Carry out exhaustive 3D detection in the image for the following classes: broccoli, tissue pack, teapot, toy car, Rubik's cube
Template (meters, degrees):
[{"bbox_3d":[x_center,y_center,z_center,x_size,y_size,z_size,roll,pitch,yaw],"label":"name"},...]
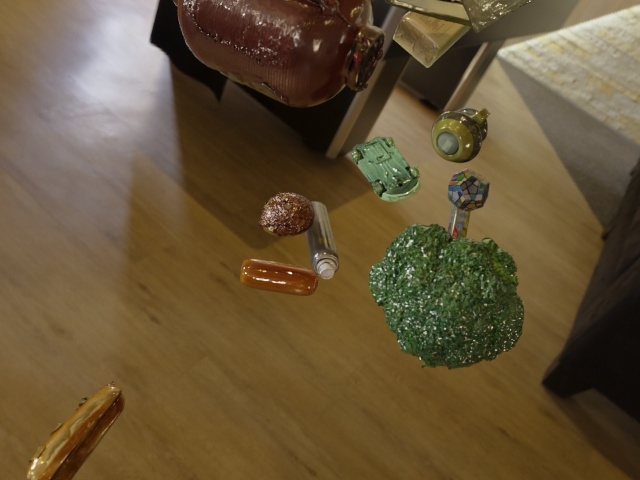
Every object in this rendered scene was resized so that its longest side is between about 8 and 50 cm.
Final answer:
[{"bbox_3d":[0.236,0.107,1.079,0.295,0.265,0.245,34,0,-4],"label":"broccoli"},{"bbox_3d":[0.372,-0.692,1.861,0.159,0.125,0.234,42,69,5],"label":"tissue pack"},{"bbox_3d":[0.343,-0.261,1.378,0.130,0.166,0.119,51,53,2],"label":"teapot"},{"bbox_3d":[0.122,-0.130,1.100,0.094,0.058,0.186,-21,47,-7],"label":"toy car"},{"bbox_3d":[0.382,-0.130,1.498,0.111,0.111,0.093,31,1,1],"label":"Rubik's cube"}]

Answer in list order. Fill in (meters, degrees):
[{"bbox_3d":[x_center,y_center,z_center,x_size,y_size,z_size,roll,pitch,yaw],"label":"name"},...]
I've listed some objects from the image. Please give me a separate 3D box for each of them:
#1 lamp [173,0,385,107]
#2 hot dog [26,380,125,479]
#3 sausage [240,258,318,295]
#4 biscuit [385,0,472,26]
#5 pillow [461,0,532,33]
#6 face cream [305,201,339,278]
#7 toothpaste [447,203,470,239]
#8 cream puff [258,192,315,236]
[{"bbox_3d":[-0.053,-0.254,0.647,0.258,0.180,0.180,28,35,9],"label":"lamp"},{"bbox_3d":[-0.480,0.386,1.150,0.072,0.109,0.269,17,39,12],"label":"hot dog"},{"bbox_3d":[-0.144,0.129,2.008,0.275,0.105,0.105,9,36,5],"label":"sausage"},{"bbox_3d":[0.324,-0.675,1.675,0.323,0.038,0.099,6,52,-22],"label":"biscuit"},{"bbox_3d":[0.490,-0.677,1.557,0.050,0.230,0.148,-25,92,-54],"label":"pillow"},{"bbox_3d":[0.000,0.000,1.535,0.073,0.073,0.283,16,33,-19],"label":"face cream"},{"bbox_3d":[0.396,-0.068,1.638,0.044,0.193,0.070,12,-7,-3],"label":"toothpaste"},{"bbox_3d":[-0.086,-0.070,1.465,0.149,0.084,0.149,-6,31,4],"label":"cream puff"}]
